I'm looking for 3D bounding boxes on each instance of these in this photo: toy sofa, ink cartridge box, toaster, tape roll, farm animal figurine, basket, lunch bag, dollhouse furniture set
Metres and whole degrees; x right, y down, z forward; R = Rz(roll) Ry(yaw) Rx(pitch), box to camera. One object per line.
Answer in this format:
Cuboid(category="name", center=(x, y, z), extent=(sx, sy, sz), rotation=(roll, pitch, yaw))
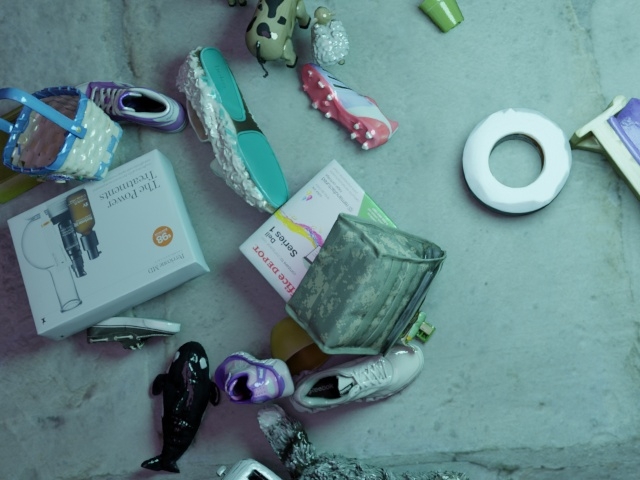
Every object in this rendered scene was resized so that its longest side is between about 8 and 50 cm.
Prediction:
Cuboid(category="toy sofa", center=(0.667, -0.117, 1.779), extent=(0.177, 0.150, 0.362), rotation=(-35, 81, 6))
Cuboid(category="ink cartridge box", center=(0.000, 0.000, 1.893), extent=(0.278, 0.117, 0.201), rotation=(-43, 81, 4))
Cuboid(category="toaster", center=(-0.127, 0.551, 1.841), extent=(0.227, 0.146, 0.129), rotation=(38, 52, 10))
Cuboid(category="tape roll", center=(0.403, -0.161, 1.864), extent=(0.219, 0.072, 0.219), rotation=(-1, 86, 10))
Cuboid(category="farm animal figurine", center=(-0.105, -0.513, 1.890), extent=(0.331, 0.172, 0.326), rotation=(-3, 75, 13))
Cuboid(category="basket", center=(-0.583, -0.235, 1.889), extent=(0.255, 0.289, 0.201), rotation=(5, 69, 45))
Cuboid(category="lunch bag", center=(0.113, 0.097, 1.770), extent=(0.169, 0.287, 0.235), rotation=(44, 112, 37))
Cuboid(category="dollhouse furniture set", center=(0.201, 0.185, 1.826), extent=(0.059, 0.152, 0.076), rotation=(35, 91, 3))

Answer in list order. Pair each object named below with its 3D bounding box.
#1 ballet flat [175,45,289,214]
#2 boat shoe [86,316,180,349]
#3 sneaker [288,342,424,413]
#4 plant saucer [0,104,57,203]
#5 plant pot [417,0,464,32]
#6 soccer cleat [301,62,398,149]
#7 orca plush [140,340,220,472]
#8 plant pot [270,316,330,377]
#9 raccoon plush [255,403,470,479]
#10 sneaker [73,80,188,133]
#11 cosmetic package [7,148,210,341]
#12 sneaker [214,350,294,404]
Cuboid(category="ballet flat", center=(-0.198, -0.223, 1.953), extent=(0.147, 0.147, 0.408), rotation=(-25, 79, 6))
Cuboid(category="boat shoe", center=(-0.407, 0.202, 1.968), extent=(0.219, 0.078, 0.070), rotation=(0, 85, 17))
Cuboid(category="sneaker", center=(0.079, 0.284, 1.845), extent=(0.292, 0.118, 0.110), rotation=(-18, 82, -8))
Cuboid(category="plant saucer", center=(-0.697, -0.207, 2.056), extent=(0.188, 0.045, 0.188), rotation=(-27, 82, 7))
Cuboid(category="plant pot", center=(0.263, -0.486, 1.913), extent=(0.083, 0.083, 0.079), rotation=(-35, 94, 5))
Cuboid(category="soccer cleat", center=(0.059, -0.295, 1.936), extent=(0.095, 0.083, 0.248), rotation=(-33, 70, -32))
Cuboid(category="orca plush", center=(-0.315, 0.358, 1.924), extent=(0.151, 0.102, 0.287), rotation=(28, 91, 10))
Cuboid(category="plant pot", center=(-0.053, 0.215, 1.890), extent=(0.134, 0.134, 0.095), rotation=(-38, 61, 5))
Cuboid(category="raccoon plush", center=(0.099, 0.453, 1.811), extent=(0.299, 0.216, 0.446), rotation=(-34, 81, -3))
Cuboid(category="sneaker", center=(-0.441, -0.307, 1.965), extent=(0.282, 0.161, 0.102), rotation=(8, 89, 11))
Cuboid(category="cosmetic package", center=(-0.461, 0.011, 1.949), extent=(0.377, 0.097, 0.284), rotation=(-25, 71, 6))
Cuboid(category="sneaker", center=(-0.161, 0.291, 1.852), extent=(0.105, 0.236, 0.095), rotation=(-24, 101, -36))
